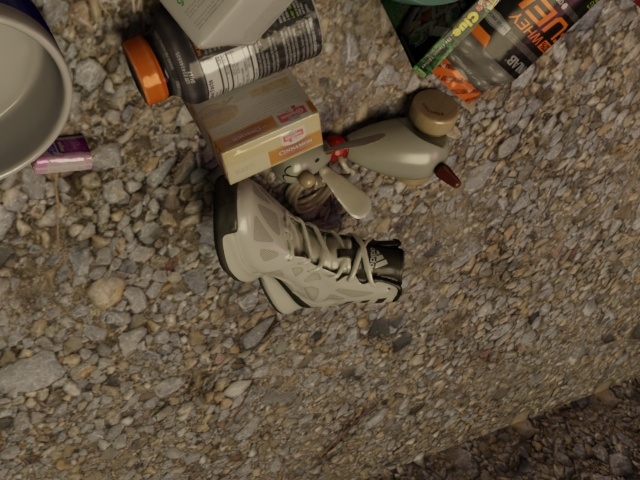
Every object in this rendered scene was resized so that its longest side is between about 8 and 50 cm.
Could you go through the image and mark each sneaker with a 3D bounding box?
[{"bbox_3d":[0.000,-0.001,1.557,0.258,0.169,0.447,-6,159,15],"label":"sneaker"}]

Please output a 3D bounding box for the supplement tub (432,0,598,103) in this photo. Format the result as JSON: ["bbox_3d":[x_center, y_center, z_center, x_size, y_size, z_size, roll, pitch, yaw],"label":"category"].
[{"bbox_3d":[0.279,-0.361,1.371,0.316,0.193,0.194,-44,144,19],"label":"supplement tub"}]

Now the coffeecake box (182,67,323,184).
[{"bbox_3d":[-0.101,-0.185,1.303,0.142,0.185,0.068,-24,146,-10],"label":"coffeecake box"}]

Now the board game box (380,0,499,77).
[{"bbox_3d":[0.154,-0.324,1.277,0.030,0.259,0.136,32,114,-24],"label":"board game box"}]

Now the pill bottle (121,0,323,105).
[{"bbox_3d":[-0.131,-0.260,1.235,0.246,0.130,0.130,-24,146,-11],"label":"pill bottle"}]

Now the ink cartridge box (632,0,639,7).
[{"bbox_3d":[0.539,-0.504,1.312,0.160,0.279,0.384,-23,146,-14],"label":"ink cartridge box"}]

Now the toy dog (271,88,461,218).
[{"bbox_3d":[0.099,-0.121,1.566,0.334,0.161,0.220,-26,146,-8],"label":"toy dog"}]

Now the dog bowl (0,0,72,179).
[{"bbox_3d":[-0.435,-0.187,1.113,0.265,0.104,0.265,-21,145,-15],"label":"dog bowl"}]

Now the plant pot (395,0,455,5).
[{"bbox_3d":[0.111,-0.420,1.125,0.293,0.235,0.293,-20,145,-15],"label":"plant pot"}]

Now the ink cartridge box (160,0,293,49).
[{"bbox_3d":[-0.087,-0.408,0.997,0.309,0.272,0.130,-42,173,28],"label":"ink cartridge box"}]

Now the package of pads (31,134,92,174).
[{"bbox_3d":[-0.361,-0.118,1.307,0.083,0.050,0.032,-9,140,-30],"label":"package of pads"}]
